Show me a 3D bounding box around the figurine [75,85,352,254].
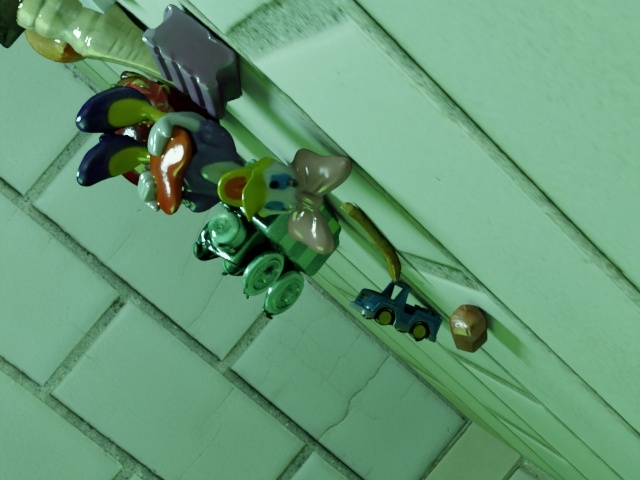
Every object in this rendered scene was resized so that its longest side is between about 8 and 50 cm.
[{"bbox_3d":[-0.162,-0.105,1.399,0.421,0.154,0.193,25,-156,32],"label":"figurine"}]

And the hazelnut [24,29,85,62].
[{"bbox_3d":[-0.485,-0.408,1.885,0.150,0.150,0.150,40,175,5],"label":"hazelnut"}]

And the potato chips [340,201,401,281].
[{"bbox_3d":[0.092,-0.002,1.662,0.026,0.037,0.204,22,157,43],"label":"potato chips"}]

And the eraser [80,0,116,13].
[{"bbox_3d":[-0.403,-0.441,1.468,0.225,0.052,0.095,45,172,-37],"label":"eraser"}]

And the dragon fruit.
[{"bbox_3d":[-0.311,-0.239,1.679,0.116,0.081,0.086,22,-155,27],"label":"dragon fruit"}]

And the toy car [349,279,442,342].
[{"bbox_3d":[0.163,0.139,2.004,0.191,0.100,0.097,22,-179,-19],"label":"toy car"}]

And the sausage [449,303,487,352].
[{"bbox_3d":[0.243,0.144,1.608,0.065,0.065,0.169,39,173,17],"label":"sausage"}]

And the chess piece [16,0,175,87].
[{"bbox_3d":[-0.351,-0.344,1.656,0.301,0.137,0.137,30,176,-6],"label":"chess piece"}]

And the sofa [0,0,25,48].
[{"bbox_3d":[-0.599,-0.497,1.737,0.258,0.200,0.182,45,162,-33],"label":"sofa"}]

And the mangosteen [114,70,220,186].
[{"bbox_3d":[-0.307,-0.218,1.831,0.257,0.215,0.215,55,-179,26],"label":"mangosteen"}]

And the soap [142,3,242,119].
[{"bbox_3d":[-0.173,-0.244,1.364,0.122,0.065,0.203,38,175,0],"label":"soap"}]

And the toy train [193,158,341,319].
[{"bbox_3d":[-0.087,-0.003,1.786,0.167,0.238,0.299,37,176,26],"label":"toy train"}]
